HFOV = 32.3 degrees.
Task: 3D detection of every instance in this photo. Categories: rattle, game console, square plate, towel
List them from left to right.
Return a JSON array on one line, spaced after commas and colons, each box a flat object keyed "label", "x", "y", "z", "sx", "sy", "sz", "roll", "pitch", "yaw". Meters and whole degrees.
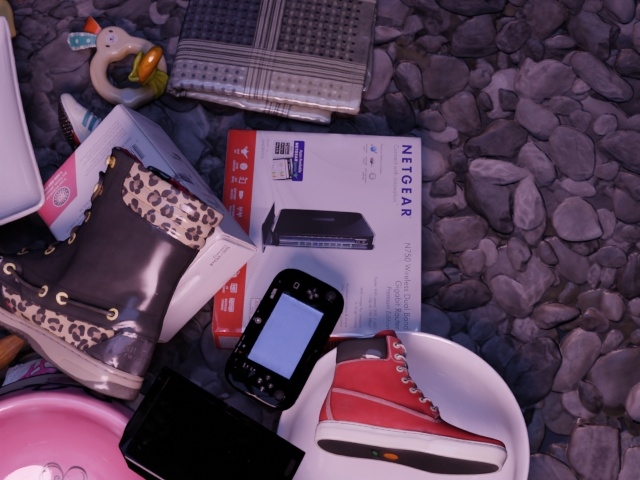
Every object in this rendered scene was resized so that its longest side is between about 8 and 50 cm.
[{"label": "square plate", "x": -0.589, "y": -0.131, "z": 1.689, "sx": 0.347, "sy": 0.049, "sz": 0.344, "roll": -22, "pitch": 66, "yaw": 11}, {"label": "rattle", "x": -0.336, "y": -0.314, "z": 1.777, "sx": 0.130, "sy": 0.143, "sz": 0.200, "roll": -36, "pitch": 76, "yaw": 1}, {"label": "game console", "x": -0.092, "y": 0.182, "z": 1.433, "sx": 0.213, "sy": 0.044, "sz": 0.361, "roll": 32, "pitch": 58, "yaw": -5}, {"label": "towel", "x": -0.067, "y": -0.346, "z": 1.843, "sx": 0.324, "sy": 0.056, "sz": 0.312, "roll": 8, "pitch": 63, "yaw": 3}]

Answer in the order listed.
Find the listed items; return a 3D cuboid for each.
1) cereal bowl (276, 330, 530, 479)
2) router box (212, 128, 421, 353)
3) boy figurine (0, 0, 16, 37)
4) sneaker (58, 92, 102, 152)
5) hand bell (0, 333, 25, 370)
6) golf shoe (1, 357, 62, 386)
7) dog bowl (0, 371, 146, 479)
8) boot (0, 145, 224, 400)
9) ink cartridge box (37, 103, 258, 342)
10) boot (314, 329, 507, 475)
[{"label": "cereal bowl", "x": 0.107, "y": 0.301, "z": 1.498, "sx": 0.339, "sy": 0.141, "sz": 0.339, "roll": 0, "pitch": 61, "yaw": 0}, {"label": "router box", "x": 0.000, "y": 0.000, "z": 1.668, "sx": 0.301, "sy": 0.082, "sz": 0.335, "roll": 2, "pitch": 66, "yaw": 0}, {"label": "boy figurine", "x": -0.601, "y": -0.430, "z": 1.841, "sx": 0.177, "sy": 0.092, "sz": 0.285, "roll": -37, "pitch": 66, "yaw": 5}, {"label": "sneaker", "x": -0.360, "y": -0.172, "z": 1.762, "sx": 0.075, "sy": 0.057, "sz": 0.161, "roll": -20, "pitch": 65, "yaw": -28}, {"label": "hand bell", "x": -0.511, "y": 0.212, "z": 1.547, "sx": 0.242, "sy": 0.126, "sz": 0.126, "roll": -40, "pitch": 72, "yaw": -18}, {"label": "golf shoe", "x": -0.409, "y": 0.196, "z": 1.584, "sx": 0.086, "sy": 0.067, "sz": 0.186, "roll": 40, "pitch": 72, "yaw": 17}, {"label": "dog bowl", "x": -0.343, "y": 0.368, "z": 1.419, "sx": 0.408, "sy": 0.150, "sz": 0.408, "roll": 0, "pitch": 78, "yaw": -2}, {"label": "boot", "x": -0.323, "y": 0.006, "z": 1.480, "sx": 0.377, "sy": 0.138, "sz": 0.284, "roll": 32, "pitch": 92, "yaw": 29}, {"label": "ink cartridge box", "x": -0.257, "y": -0.022, "z": 1.599, "sx": 0.207, "sy": 0.117, "sz": 0.283, "roll": -45, "pitch": 64, "yaw": 10}, {"label": "boot", "x": 0.128, "y": 0.202, "z": 1.427, "sx": 0.244, "sy": 0.088, "sz": 0.176, "roll": 10, "pitch": 60, "yaw": 11}]
